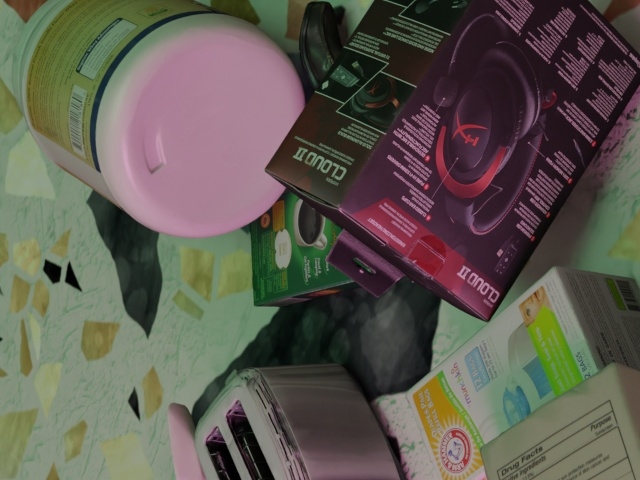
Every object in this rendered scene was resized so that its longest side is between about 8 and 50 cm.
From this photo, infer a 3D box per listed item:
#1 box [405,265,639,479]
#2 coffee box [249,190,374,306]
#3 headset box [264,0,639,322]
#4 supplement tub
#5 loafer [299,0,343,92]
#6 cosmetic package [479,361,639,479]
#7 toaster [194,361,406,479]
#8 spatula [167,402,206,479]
[{"bbox_3d":[0.184,0.127,1.463,0.203,0.103,0.114,-44,52,36],"label":"box"},{"bbox_3d":[0.000,0.000,1.747,0.184,0.040,0.113,-18,71,47],"label":"coffee box"},{"bbox_3d":[0.109,-0.089,1.430,0.110,0.218,0.293,29,85,48],"label":"headset box"},{"bbox_3d":[-0.179,-0.149,1.822,0.316,0.228,0.228,31,107,55],"label":"supplement tub"},{"bbox_3d":[0.020,-0.164,1.747,0.061,0.062,0.170,-15,75,24],"label":"loafer"},{"bbox_3d":[0.244,0.263,1.308,0.153,0.129,0.296,-38,48,33],"label":"cosmetic package"},{"bbox_3d":[-0.019,0.217,1.654,0.129,0.146,0.227,-51,49,33],"label":"toaster"},{"bbox_3d":[-0.084,0.280,1.714,0.019,0.168,0.242,-19,73,21],"label":"spatula"}]
